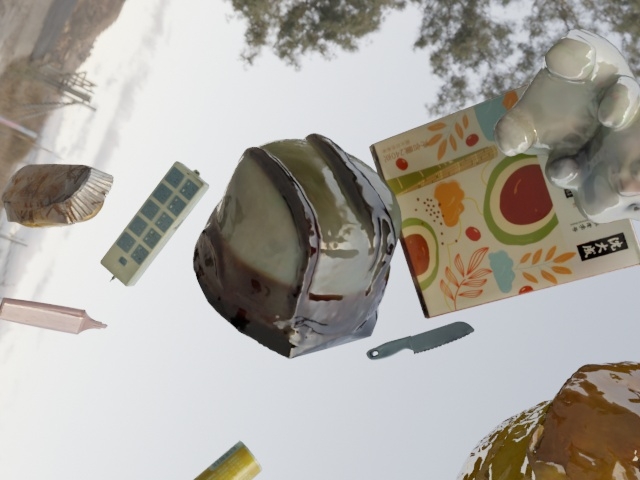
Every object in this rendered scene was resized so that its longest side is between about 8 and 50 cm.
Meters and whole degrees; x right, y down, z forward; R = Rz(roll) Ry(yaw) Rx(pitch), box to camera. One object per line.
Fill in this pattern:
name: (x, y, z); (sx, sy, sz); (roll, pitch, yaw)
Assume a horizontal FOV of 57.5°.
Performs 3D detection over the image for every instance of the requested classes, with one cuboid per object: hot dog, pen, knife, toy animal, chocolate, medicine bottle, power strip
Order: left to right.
hot dog: (-0.450, -0.079, 0.993); (0.253, 0.069, 0.131); (3, -118, 34)
pen: (-0.507, 0.147, 1.119); (0.032, 0.197, 0.053); (39, -73, 55)
power strip: (-0.428, -0.035, 1.493); (0.367, 0.106, 0.043); (-52, 170, 4)
medicine bottle: (-0.192, 0.404, 0.897); (0.218, 0.074, 0.074); (-36, -162, -24)
chocolate: (-0.013, -0.013, 0.756); (0.186, 0.284, 0.283); (122, -25, -44)
knife: (0.200, 0.217, 1.230); (0.313, 0.019, 0.044); (-31, -122, 47)
toy animal: (0.442, -0.129, 0.801); (0.367, 0.241, 0.196); (47, -43, 24)

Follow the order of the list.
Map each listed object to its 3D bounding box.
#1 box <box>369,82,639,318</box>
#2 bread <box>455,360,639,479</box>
box: (0.327, -0.076, 1.066); (0.385, 0.122, 0.344); (-18, -91, 22)
bread: (0.246, 0.270, 0.425); (0.204, 0.358, 0.337); (-42, -134, 45)
